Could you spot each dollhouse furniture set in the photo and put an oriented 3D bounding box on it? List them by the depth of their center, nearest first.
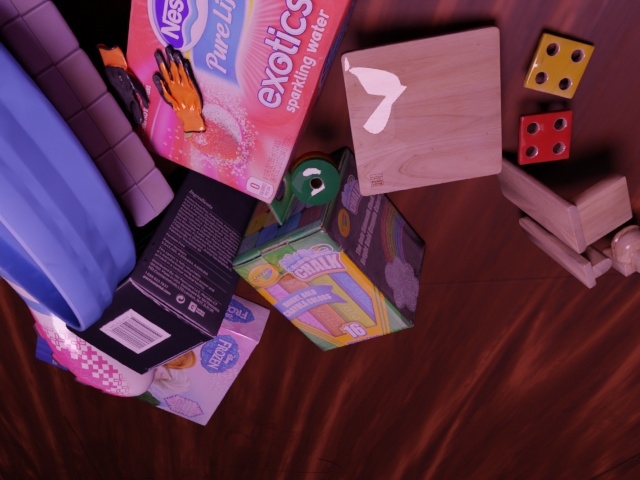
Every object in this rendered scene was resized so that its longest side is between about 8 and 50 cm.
[{"bbox_3d":[0.282,-0.046,0.605,0.151,0.123,0.144,-32,126,-1],"label":"dollhouse furniture set"}]

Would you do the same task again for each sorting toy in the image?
[{"bbox_3d":[0.100,-0.120,0.550,0.274,0.046,0.132,-10,119,2],"label":"sorting toy"}]

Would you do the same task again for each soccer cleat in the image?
[{"bbox_3d":[-0.293,0.064,0.760,0.143,0.116,0.331,-26,114,19],"label":"soccer cleat"}]

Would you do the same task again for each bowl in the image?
[{"bbox_3d":[-0.307,-0.088,0.502,0.391,0.077,0.391,33,153,20],"label":"bowl"}]

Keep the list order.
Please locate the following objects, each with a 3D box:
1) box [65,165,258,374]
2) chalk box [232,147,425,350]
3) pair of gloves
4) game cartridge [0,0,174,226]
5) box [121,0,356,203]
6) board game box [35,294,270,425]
[{"bbox_3d":[-0.167,0.023,0.691,0.108,0.207,0.153,40,134,-23],"label":"box"},{"bbox_3d":[0.000,0.000,0.668,0.132,0.132,0.213,-23,123,35],"label":"chalk box"},{"bbox_3d":[-0.131,-0.116,0.471,0.083,0.010,0.074,7,136,15],"label":"pair of gloves"},{"bbox_3d":[-0.298,-0.139,0.565,0.355,0.068,0.230,19,142,41],"label":"game cartridge"},{"bbox_3d":[-0.050,-0.196,0.472,0.154,0.142,0.300,24,137,-4],"label":"box"},{"bbox_3d":[-0.279,0.150,0.961,0.318,0.066,0.319,24,136,-7],"label":"board game box"}]
